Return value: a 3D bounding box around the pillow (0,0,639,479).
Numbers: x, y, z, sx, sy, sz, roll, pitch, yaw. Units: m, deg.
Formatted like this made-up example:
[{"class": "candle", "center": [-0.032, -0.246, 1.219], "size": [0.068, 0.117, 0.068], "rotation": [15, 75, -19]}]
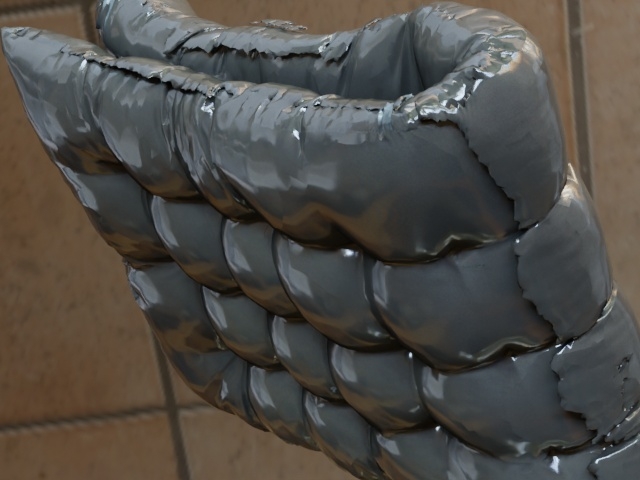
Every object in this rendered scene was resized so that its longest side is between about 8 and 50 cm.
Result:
[{"class": "pillow", "center": [0.000, 0.000, 0.732], "size": [0.101, 0.326, 0.228], "rotation": [-37, 119, -22]}]
